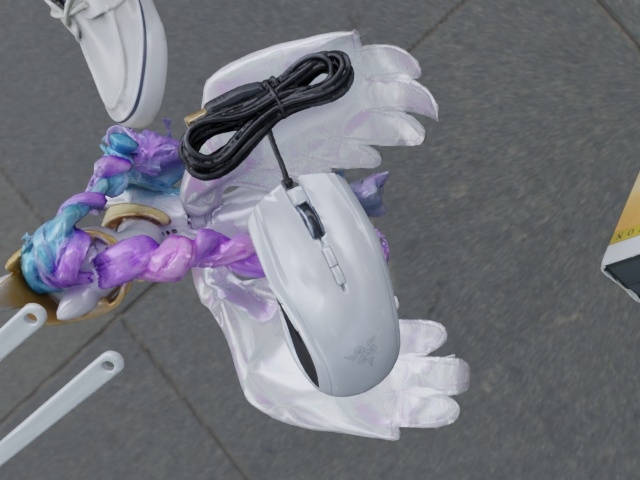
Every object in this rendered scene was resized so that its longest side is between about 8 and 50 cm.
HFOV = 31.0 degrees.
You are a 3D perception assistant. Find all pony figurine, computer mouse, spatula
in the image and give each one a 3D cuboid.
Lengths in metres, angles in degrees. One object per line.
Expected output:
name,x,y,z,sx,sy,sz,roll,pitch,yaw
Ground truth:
pony figurine,-0.058,-0.007,0.933,0.351,0.363,0.303,-5,101,13
computer mouse,0.000,0.000,0.638,0.106,0.042,0.193,-26,103,-15
spatula,-0.260,0.105,0.784,0.168,0.019,0.242,43,117,-14

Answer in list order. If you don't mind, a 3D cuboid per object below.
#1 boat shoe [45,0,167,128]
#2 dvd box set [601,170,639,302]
boat shoe,-0.212,-0.233,1.072,0.096,0.088,0.267,-19,77,47
dvd box set,0.404,-0.157,0.900,0.062,0.420,0.307,37,153,-15
